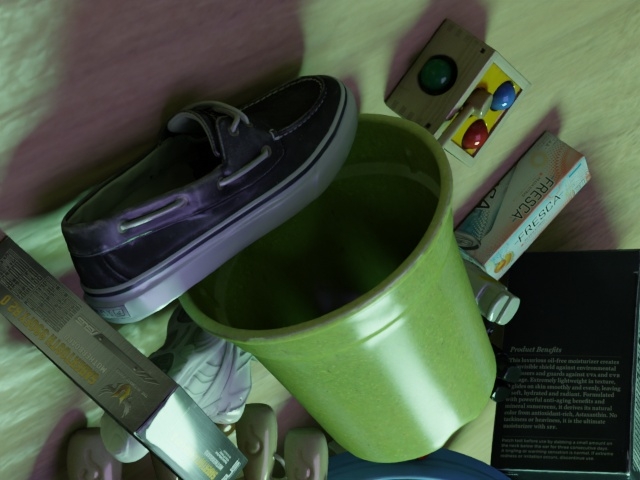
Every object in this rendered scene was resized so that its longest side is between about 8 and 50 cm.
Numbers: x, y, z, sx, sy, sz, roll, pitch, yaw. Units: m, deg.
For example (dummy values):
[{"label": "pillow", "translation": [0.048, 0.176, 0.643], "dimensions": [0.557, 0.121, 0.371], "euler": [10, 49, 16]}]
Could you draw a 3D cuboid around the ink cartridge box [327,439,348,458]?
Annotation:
[{"label": "ink cartridge box", "translation": [0.051, 0.312, 2.254], "dimensions": [0.104, 0.060, 0.180], "euler": [-29, 143, -36]}]

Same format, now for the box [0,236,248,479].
[{"label": "box", "translation": [-0.182, 0.114, 1.546], "dimensions": [0.056, 0.231, 0.183], "euler": [-48, 151, -8]}]

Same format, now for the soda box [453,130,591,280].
[{"label": "soda box", "translation": [0.238, -0.040, 2.126], "dimensions": [0.183, 0.063, 0.058], "euler": [-47, 150, -9]}]

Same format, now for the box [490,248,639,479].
[{"label": "box", "translation": [0.340, 0.201, 2.289], "dimensions": [0.296, 0.182, 0.294], "euler": [55, 39, -59]}]

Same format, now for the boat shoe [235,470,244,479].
[{"label": "boat shoe", "translation": [-0.112, 0.396, 2.039], "dimensions": [0.113, 0.103, 0.302], "euler": [-4, 132, -18]}]

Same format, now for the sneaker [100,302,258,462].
[{"label": "sneaker", "translation": [-0.119, 0.145, 1.716], "dimensions": [0.115, 0.090, 0.232], "euler": [59, 45, -22]}]

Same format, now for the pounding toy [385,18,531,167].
[{"label": "pounding toy", "translation": [0.142, -0.140, 1.846], "dimensions": [0.130, 0.100, 0.141], "euler": [-54, 150, 4]}]

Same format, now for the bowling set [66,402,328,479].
[{"label": "bowling set", "translation": [-0.103, 0.247, 1.831], "dimensions": [0.200, 0.287, 0.154], "euler": [-40, 128, -73]}]

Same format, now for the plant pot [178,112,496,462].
[{"label": "plant pot", "translation": [0.039, 0.066, 1.685], "dimensions": [0.276, 0.276, 0.254], "euler": [-43, 130, -15]}]

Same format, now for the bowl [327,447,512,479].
[{"label": "bowl", "translation": [0.094, 0.402, 2.172], "dimensions": [0.391, 0.077, 0.391], "euler": [0, 126, 0]}]

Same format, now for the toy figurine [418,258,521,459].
[{"label": "toy figurine", "translation": [0.117, 0.119, 2.064], "dimensions": [0.213, 0.148, 0.209], "euler": [-34, 140, -25]}]

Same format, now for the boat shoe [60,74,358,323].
[{"label": "boat shoe", "translation": [-0.090, -0.065, 1.590], "dimensions": [0.335, 0.121, 0.119], "euler": [-44, 130, -32]}]
